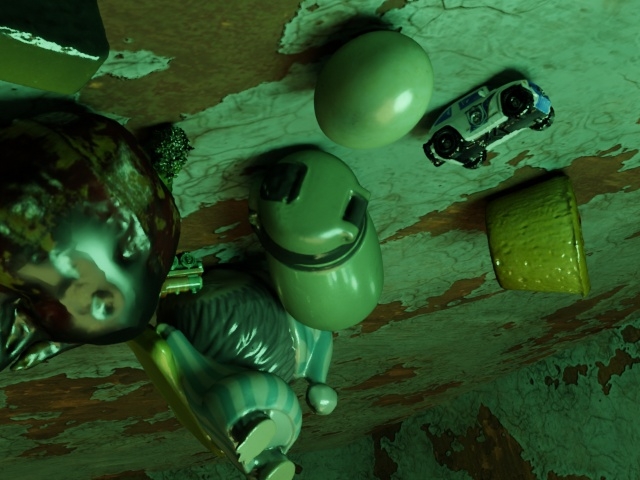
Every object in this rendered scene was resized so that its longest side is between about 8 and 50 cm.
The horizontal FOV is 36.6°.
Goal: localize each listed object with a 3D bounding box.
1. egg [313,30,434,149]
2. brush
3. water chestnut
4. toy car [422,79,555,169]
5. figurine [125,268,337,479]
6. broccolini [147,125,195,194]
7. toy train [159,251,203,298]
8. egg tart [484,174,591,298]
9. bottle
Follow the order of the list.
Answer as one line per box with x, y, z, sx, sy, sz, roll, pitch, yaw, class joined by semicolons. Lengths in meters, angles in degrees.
0.053;-0.155;1.017;0.114;0.114;0.152;-1;160;-35;egg
-0.250;-0.186;0.699;0.059;0.123;0.197;-34;154;32;brush
-0.278;0.005;1.013;0.289;0.244;0.289;-16;161;-6;water chestnut
0.205;-0.147;1.216;0.170;0.070;0.080;-30;156;30;toy car
-0.071;0.152;1.512;0.377;0.361;0.266;-39;135;-18;figurine
-0.193;-0.074;1.170;0.054;0.051;0.239;15;160;-10;broccolini
-0.223;0.055;1.447;0.103;0.064;0.044;-6;157;-24;toy train
0.350;0.003;1.562;0.147;0.203;0.202;-11;162;15;egg tart
-0.002;-0.001;1.332;0.168;0.169;0.347;-15;156;0;bottle
